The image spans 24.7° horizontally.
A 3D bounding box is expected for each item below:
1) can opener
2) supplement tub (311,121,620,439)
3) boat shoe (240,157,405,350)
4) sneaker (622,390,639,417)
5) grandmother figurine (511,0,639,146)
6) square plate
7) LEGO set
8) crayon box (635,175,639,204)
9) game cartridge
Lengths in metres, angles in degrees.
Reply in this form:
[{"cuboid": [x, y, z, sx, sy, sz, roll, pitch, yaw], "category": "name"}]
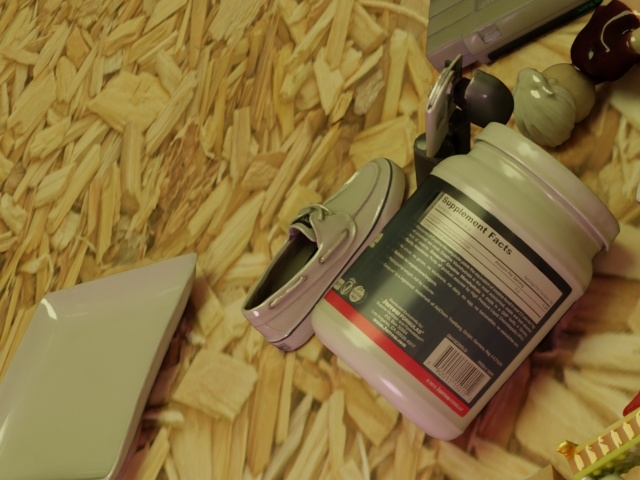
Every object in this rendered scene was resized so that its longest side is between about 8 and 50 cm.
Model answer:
[{"cuboid": [0.151, -0.096, 1.548, 0.095, 0.283, 0.076, 24, 70, 16], "category": "can opener"}, {"cuboid": [0.141, 0.040, 1.428, 0.272, 0.191, 0.191, -49, 32, -2], "category": "supplement tub"}, {"cuboid": [0.000, 0.000, 1.736, 0.267, 0.088, 0.096, -53, 32, -8], "category": "boat shoe"}, {"cuboid": [0.311, 0.097, 1.266, 0.128, 0.087, 0.221, -28, 36, 26], "category": "sneaker"}, {"cuboid": [0.343, -0.234, 1.581, 0.342, 0.104, 0.208, -44, 5, 12], "category": "grandmother figurine"}, {"cuboid": [-0.319, 0.193, 1.947, 0.347, 0.049, 0.344, -15, 44, 41], "category": "square plate"}, {"cuboid": [0.283, 0.172, 1.079, 0.287, 0.132, 0.107, -17, 55, -5], "category": "LEGO set"}, {"cuboid": [0.458, -0.132, 1.338, 0.323, 0.083, 0.203, -18, 42, 39], "category": "crayon box"}, {"cuboid": [0.290, -0.354, 1.803, 0.355, 0.068, 0.230, -25, 42, 31], "category": "game cartridge"}]
